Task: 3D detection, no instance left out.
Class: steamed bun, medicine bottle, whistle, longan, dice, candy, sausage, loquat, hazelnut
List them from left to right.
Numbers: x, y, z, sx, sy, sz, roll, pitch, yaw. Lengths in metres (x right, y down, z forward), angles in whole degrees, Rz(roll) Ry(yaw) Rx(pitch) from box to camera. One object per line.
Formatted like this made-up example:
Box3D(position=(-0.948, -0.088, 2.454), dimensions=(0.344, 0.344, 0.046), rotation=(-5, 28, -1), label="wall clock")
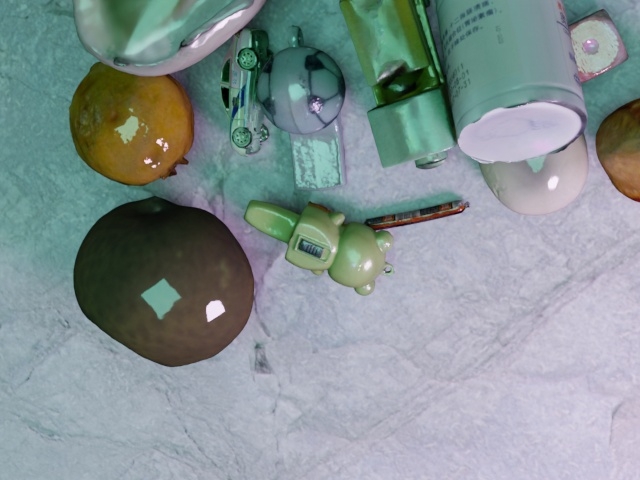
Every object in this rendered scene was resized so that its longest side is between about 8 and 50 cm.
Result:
Box3D(position=(-0.338, -0.210, 1.576), dimensions=(0.238, 0.193, 0.238), rotation=(1, 100, 7), label="loquat")
Box3D(position=(-0.284, 0.072, 1.584), dimensions=(0.350, 0.288, 0.288), rotation=(20, 106, 22), label="longan")
Box3D(position=(-0.238, -0.490, 1.484), dimensions=(0.427, 0.186, 0.386), rotation=(-27, 86, 6), label="candy")
Box3D(position=(-0.028, -0.221, 1.517), dimensions=(0.163, 0.163, 0.290), rotation=(-4, 100, 15), label="whistle")
Box3D(position=(0.000, 0.000, 1.581), dimensions=(0.288, 0.106, 0.131), rotation=(24, 115, 6), label="whistle")
Box3D(position=(0.168, -0.044, 1.574), dimensions=(0.198, 0.025, 0.028), rotation=(-12, 67, 15), label="sausage")
Box3D(position=(0.278, -0.303, 1.339), dimensions=(0.190, 0.190, 0.332), rotation=(-11, 68, 16), label="medicine bottle")
Box3D(position=(0.343, -0.149, 1.453), dimensions=(0.177, 0.131, 0.228), rotation=(-13, 100, 17), label="steamed bun")
Box3D(position=(0.430, -0.309, 1.417), dimensions=(0.093, 0.091, 0.094), rotation=(-25, 94, 18), label="dice")
Box3D(position=(0.522, -0.148, 1.397), dimensions=(0.182, 0.182, 0.182), rotation=(3, 103, 13), label="hazelnut")

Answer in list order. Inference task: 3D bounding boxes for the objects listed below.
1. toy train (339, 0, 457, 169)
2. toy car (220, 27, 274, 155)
Box3D(position=(0.124, -0.298, 1.413), dimensions=(0.160, 0.253, 0.397), rotation=(-15, 99, 15), label="toy train")
Box3D(position=(-0.134, -0.262, 1.568), dimensions=(0.076, 0.090, 0.224), rotation=(10, 104, 15), label="toy car")
